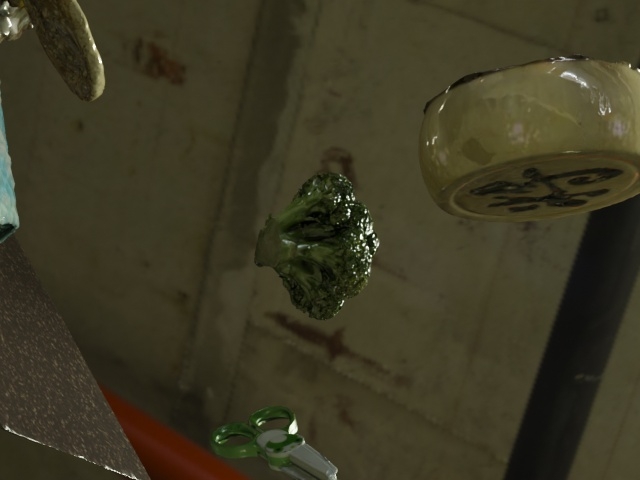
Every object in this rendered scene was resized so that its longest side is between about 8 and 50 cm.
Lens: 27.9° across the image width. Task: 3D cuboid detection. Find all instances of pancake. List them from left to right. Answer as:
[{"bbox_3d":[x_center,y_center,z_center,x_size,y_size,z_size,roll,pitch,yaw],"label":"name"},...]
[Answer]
[{"bbox_3d":[-0.266,-0.213,1.323,0.151,0.025,0.151,49,-23,28],"label":"pancake"}]

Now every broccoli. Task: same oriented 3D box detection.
[{"bbox_3d":[0.000,0.000,1.401,0.162,0.138,0.145,-55,-127,37],"label":"broccoli"}]

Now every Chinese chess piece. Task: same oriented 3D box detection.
[{"bbox_3d":[0.230,-0.100,1.341,0.257,0.257,0.104,-18,-110,37],"label":"Chinese chess piece"}]

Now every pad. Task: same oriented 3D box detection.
[{"bbox_3d":[-0.265,0.058,1.078,0.004,0.220,0.330,-39,-122,5],"label":"pad"}]

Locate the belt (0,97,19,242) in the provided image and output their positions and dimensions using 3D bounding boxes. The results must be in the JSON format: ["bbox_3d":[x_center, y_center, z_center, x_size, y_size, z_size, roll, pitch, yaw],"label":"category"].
[{"bbox_3d":[-0.156,-0.027,0.347,0.163,0.148,0.082,-11,-98,36],"label":"belt"}]

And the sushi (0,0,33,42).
[{"bbox_3d":[-0.306,-0.377,1.416,0.417,0.417,0.176,-35,-80,36],"label":"sushi"}]

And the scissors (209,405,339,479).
[{"bbox_3d":[-0.039,0.227,1.379,0.204,0.101,0.027,19,-52,58],"label":"scissors"}]
